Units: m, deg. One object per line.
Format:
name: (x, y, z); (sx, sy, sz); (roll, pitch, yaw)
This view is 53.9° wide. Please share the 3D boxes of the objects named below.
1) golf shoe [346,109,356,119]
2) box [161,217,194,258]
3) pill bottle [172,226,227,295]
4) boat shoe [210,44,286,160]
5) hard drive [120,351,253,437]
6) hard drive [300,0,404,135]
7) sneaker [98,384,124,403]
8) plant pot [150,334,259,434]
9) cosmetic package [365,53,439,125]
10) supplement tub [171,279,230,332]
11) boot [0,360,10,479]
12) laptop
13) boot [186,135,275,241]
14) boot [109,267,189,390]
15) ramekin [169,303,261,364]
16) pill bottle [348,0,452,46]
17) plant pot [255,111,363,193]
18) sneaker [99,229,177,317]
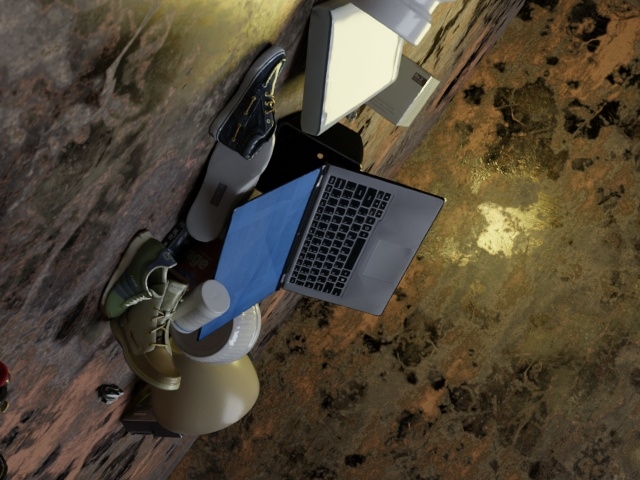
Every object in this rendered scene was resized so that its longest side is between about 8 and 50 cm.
golf shoe: (0.064, -0.364, 1.433); (0.086, 0.069, 0.176); (-91, -166, -45)
box: (-0.269, -0.003, 1.196); (0.067, 0.018, 0.083); (-51, 171, -9)
pill bottle: (-0.220, 0.047, 1.315); (0.216, 0.121, 0.121); (-51, 171, -14)
boat shoe: (-0.094, -0.221, 1.023); (0.183, 0.083, 0.065); (-54, 172, 6)
hard drive: (-0.378, 0.425, 1.807); (0.237, 0.064, 0.339); (-12, -158, 39)
hard drive: (0.079, -0.376, 1.239); (0.353, 0.047, 0.233); (-43, 149, -46)
sneaker: (-0.484, 0.357, 1.440); (0.044, 0.040, 0.109); (-49, 171, -11)
plant pot: (-0.312, 0.330, 1.630); (0.284, 0.284, 0.191); (-43, 136, -48)
cosmetic package: (0.199, -0.400, 1.639); (0.151, 0.151, 0.183); (-55, 170, 18)
supplement tub: (-0.229, 0.125, 1.183); (0.107, 0.071, 0.071); (-30, -175, 33)
boot: (-0.483, 0.266, 0.786); (0.284, 0.138, 0.377); (-54, 166, 6)
laptop: (-0.001, 0.061, 1.300); (0.236, 0.408, 0.382); (-81, -169, -48)
boot: (-0.157, -0.121, 1.150); (0.258, 0.095, 0.123); (-53, -175, 22)
boot: (-0.286, 0.147, 1.131); (0.077, 0.213, 0.165); (21, 107, -51)
ramekin: (-0.253, 0.188, 1.466); (0.207, 0.207, 0.109); (-54, 163, 7)
pill bottle: (0.177, -0.495, 0.937); (0.363, 0.210, 0.210); (-55, 171, 19)
plant pot: (-0.009, -0.180, 1.383); (0.188, 0.187, 0.167); (-60, -178, 40)
sneaker: (-0.310, 0.080, 1.080); (0.192, 0.086, 0.064); (-57, 170, 26)
